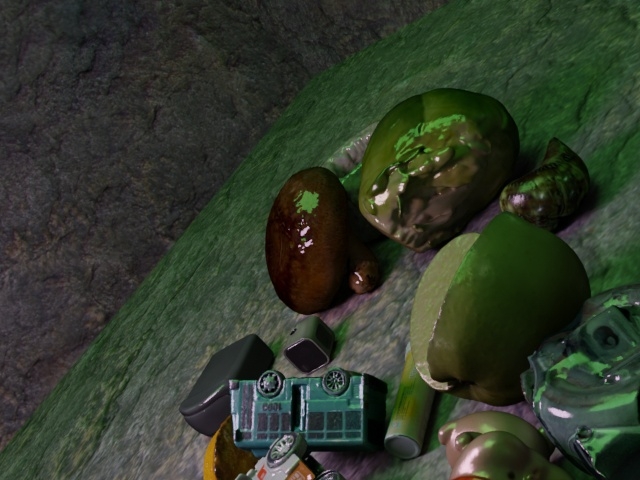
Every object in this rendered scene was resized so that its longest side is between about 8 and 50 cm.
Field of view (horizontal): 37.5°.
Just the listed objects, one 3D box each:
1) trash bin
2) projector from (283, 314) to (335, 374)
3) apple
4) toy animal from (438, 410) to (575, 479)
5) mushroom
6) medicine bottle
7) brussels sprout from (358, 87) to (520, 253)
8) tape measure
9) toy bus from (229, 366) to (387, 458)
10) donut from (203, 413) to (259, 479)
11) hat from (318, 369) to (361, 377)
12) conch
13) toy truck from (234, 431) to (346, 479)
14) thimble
[{"bbox_3d":[-0.215,0.335,2.154,0.176,0.101,0.236,-33,19,33],"label":"trash bin"},{"bbox_3d":[-0.024,0.223,2.018,0.083,0.083,0.082,-33,21,28],"label":"projector"},{"bbox_3d":[0.271,0.113,1.395,0.295,0.233,0.258,121,169,-73],"label":"apple"},{"bbox_3d":[0.230,0.306,1.194,0.171,0.171,0.198,-37,17,20],"label":"toy animal"},{"bbox_3d":[-0.024,-0.002,2.177,0.345,0.239,0.345,-24,58,45],"label":"mushroom"},{"bbox_3d":[0.158,0.262,1.579,0.074,0.074,0.218,-29,25,36],"label":"medicine bottle"},{"bbox_3d":[0.248,-0.160,2.030,0.371,0.276,0.315,-49,31,3],"label":"brussels sprout"},{"bbox_3d":[0.386,0.169,1.156,0.256,0.147,0.275,-36,22,1],"label":"tape measure"},{"bbox_3d":[-0.023,0.296,1.604,0.256,0.128,0.147,-6,71,21],"label":"toy bus"},{"bbox_3d":[-0.145,0.402,1.768,0.101,0.152,0.259,-36,16,44],"label":"donut"},{"bbox_3d":[0.010,0.281,1.774,0.166,0.144,0.173,-43,41,-5],"label":"hat"},{"bbox_3d":[0.415,-0.085,1.740,0.181,0.124,0.187,-49,-9,15],"label":"conch"},{"bbox_3d":[-0.015,0.441,1.367,0.207,0.173,0.387,-45,17,-9],"label":"toy truck"},{"bbox_3d":[0.128,-0.147,2.351,0.291,0.195,0.291,-39,17,14],"label":"thimble"}]
